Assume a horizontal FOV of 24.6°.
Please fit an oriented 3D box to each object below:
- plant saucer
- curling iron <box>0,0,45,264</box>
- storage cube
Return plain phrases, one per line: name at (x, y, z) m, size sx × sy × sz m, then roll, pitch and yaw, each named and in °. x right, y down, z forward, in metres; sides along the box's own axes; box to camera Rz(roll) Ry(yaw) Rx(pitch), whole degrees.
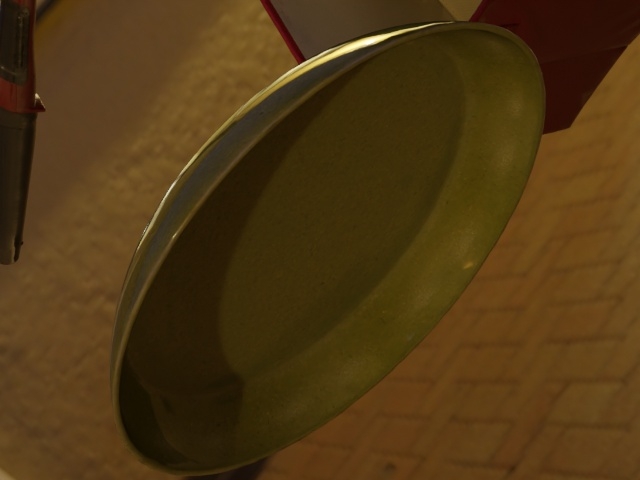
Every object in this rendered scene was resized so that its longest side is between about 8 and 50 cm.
plant saucer at (0.000, 0.000, 0.636) m, size 0.241 × 0.037 × 0.241 m, roll -33°, pitch -31°, yaw -23°
curling iron at (-0.184, -0.098, 0.899) m, size 0.068 × 0.035 × 0.274 m, roll -85°, pitch 3°, yaw -56°
storage cube at (0.096, -0.186, 0.983) m, size 0.193 × 0.215 × 0.184 m, roll -13°, pitch -28°, yaw -34°
